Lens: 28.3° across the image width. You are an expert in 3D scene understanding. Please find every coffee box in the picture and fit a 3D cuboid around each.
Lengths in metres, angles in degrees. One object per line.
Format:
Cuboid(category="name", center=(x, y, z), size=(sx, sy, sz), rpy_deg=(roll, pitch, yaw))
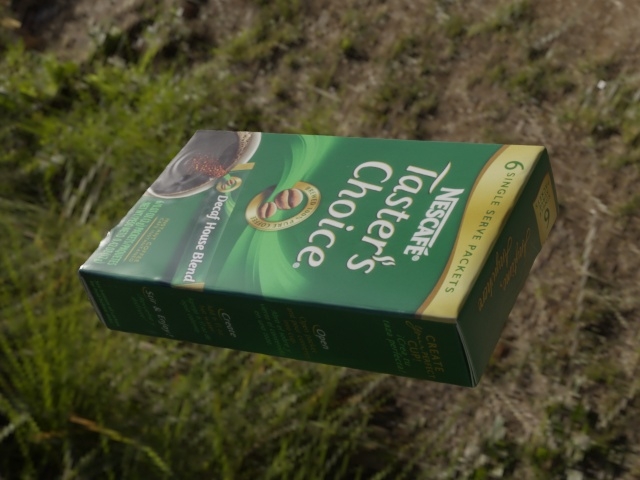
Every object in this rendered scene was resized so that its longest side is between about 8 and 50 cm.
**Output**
Cuboid(category="coffee box", center=(0.000, 0.000, 0.553), size=(0.184, 0.040, 0.113), rpy_deg=(7, 44, 30))
